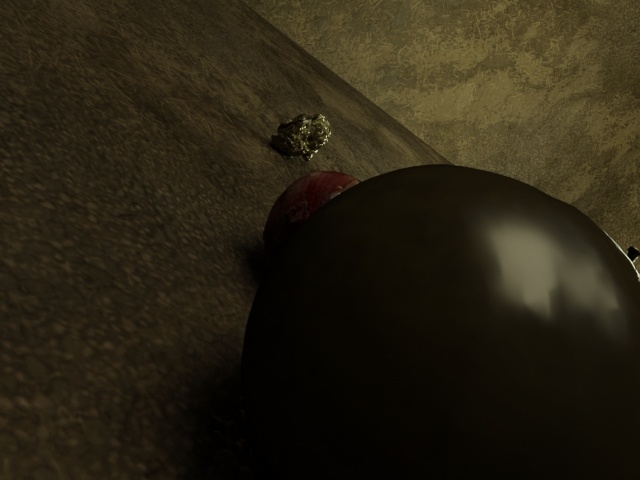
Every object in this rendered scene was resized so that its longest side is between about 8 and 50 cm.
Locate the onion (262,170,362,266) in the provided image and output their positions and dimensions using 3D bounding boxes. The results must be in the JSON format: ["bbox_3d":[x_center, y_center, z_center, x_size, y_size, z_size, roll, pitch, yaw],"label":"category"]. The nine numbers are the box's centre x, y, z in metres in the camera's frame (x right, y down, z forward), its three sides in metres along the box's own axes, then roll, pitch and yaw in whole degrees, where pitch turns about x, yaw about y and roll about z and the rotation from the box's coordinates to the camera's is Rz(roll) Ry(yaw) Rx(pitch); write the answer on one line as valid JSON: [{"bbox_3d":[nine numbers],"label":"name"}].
[{"bbox_3d":[0.000,0.000,0.743,0.159,0.159,0.195,42,21,2],"label":"onion"}]

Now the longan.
[{"bbox_3d":[0.088,0.095,0.479,0.319,0.319,0.319,37,19,-15],"label":"longan"}]

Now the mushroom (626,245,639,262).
[{"bbox_3d":[0.352,0.083,0.966,0.362,0.295,0.362,-17,90,-74],"label":"mushroom"}]

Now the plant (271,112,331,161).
[{"bbox_3d":[-0.046,-0.222,1.240,0.117,0.104,0.122,12,27,-38],"label":"plant"}]
